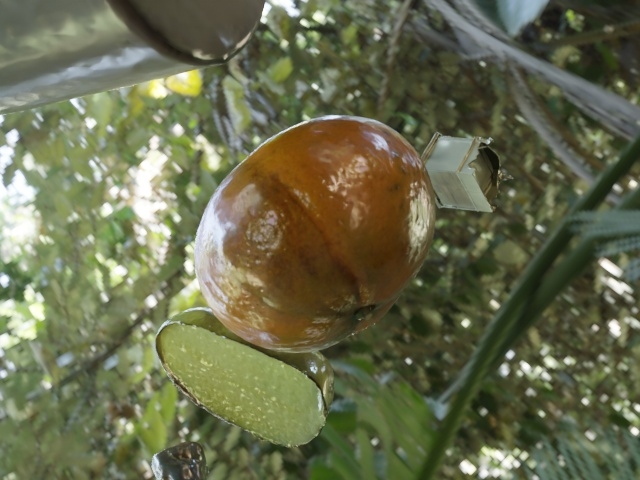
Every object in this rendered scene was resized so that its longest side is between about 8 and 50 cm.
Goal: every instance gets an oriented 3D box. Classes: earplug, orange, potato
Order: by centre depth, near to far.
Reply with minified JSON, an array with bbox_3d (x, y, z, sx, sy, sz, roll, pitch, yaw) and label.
[{"bbox_3d":[0.000,0.000,1.128,0.240,0.171,0.240,-29,-27,-16],"label":"orange"},{"bbox_3d":[-0.293,-0.282,1.203,0.394,0.313,0.313,-10,-42,28],"label":"earplug"},{"bbox_3d":[-0.085,0.164,1.652,0.111,0.271,0.160,-48,-33,-43],"label":"potato"}]

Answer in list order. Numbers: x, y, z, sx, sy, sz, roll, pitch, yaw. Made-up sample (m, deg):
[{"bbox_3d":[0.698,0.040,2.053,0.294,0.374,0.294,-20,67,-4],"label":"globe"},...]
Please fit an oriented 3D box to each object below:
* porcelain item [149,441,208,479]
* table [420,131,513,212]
[{"bbox_3d":[-0.139,0.346,1.462,0.069,0.216,0.081,-18,-42,-13],"label":"porcelain item"},{"bbox_3d":[0.176,-0.083,1.495,0.062,0.083,0.079,-58,-45,-25],"label":"table"}]
